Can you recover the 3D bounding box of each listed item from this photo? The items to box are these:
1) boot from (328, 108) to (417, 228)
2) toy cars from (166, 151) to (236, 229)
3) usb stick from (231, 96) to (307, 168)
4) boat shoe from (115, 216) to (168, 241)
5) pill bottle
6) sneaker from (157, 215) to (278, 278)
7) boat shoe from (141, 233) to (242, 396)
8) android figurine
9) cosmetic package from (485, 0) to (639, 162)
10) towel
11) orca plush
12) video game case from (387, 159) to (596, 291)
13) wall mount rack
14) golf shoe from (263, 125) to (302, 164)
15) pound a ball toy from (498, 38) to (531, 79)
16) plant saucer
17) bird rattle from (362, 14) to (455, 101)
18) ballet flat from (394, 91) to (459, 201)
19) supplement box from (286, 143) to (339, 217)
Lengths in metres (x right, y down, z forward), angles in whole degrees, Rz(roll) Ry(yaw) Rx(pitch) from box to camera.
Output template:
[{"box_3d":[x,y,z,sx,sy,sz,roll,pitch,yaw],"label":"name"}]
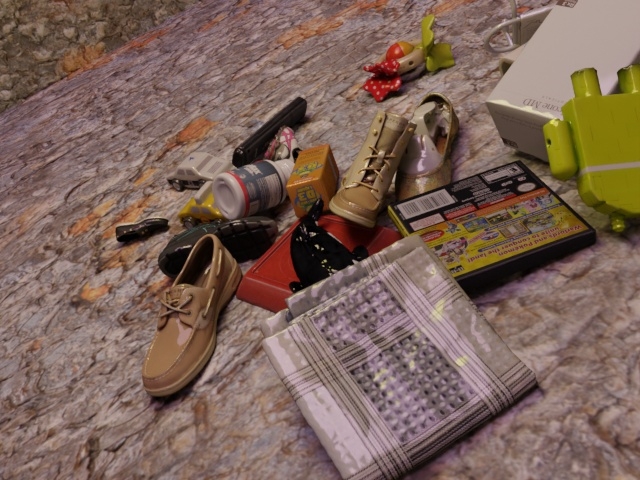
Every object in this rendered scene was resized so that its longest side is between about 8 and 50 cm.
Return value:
[{"box_3d":[0.105,-0.141,1.280,0.095,0.203,0.262,26,19,2],"label":"boot"},{"box_3d":[-0.283,-0.136,1.640,0.176,0.087,0.394,-27,35,-5],"label":"toy cars"},{"box_3d":[-0.126,-0.279,1.741,0.045,0.077,0.278,39,55,7],"label":"usb stick"},{"box_3d":[-0.425,-0.026,1.620,0.133,0.049,0.042,-12,64,5],"label":"boat shoe"},{"box_3d":[-0.136,-0.118,1.490,0.180,0.108,0.108,-24,29,-37],"label":"pill bottle"},{"box_3d":[-0.216,-0.008,1.427,0.267,0.101,0.106,-16,34,11],"label":"sneaker"},{"box_3d":[-0.253,0.130,1.257,0.121,0.110,0.341,-8,39,22],"label":"boat shoe"},{"box_3d":[0.491,-0.150,1.104,0.248,0.273,0.056,-8,-9,-8],"label":"android figurine"},{"box_3d":[0.516,-0.333,1.281,0.217,0.156,0.385,27,75,40],"label":"cosmetic package"},{"box_3d":[0.097,0.159,0.992,0.312,0.056,0.324,-30,54,-9],"label":"towel"},{"box_3d":[0.000,0.000,1.208,0.151,0.102,0.287,-17,36,10],"label":"orca plush"},{"box_3d":[0.287,-0.029,1.187,0.274,0.035,0.248,-19,38,-6],"label":"video game case"},{"box_3d":[0.533,-0.583,1.574,0.350,0.304,0.131,-17,65,9],"label":"wall mount rack"},{"box_3d":[-0.083,-0.224,1.675,0.086,0.067,0.186,24,30,-5],"label":"golf shoe"},{"box_3d":[0.578,-0.416,1.470,0.319,0.136,0.208,-32,36,-11],"label":"pound a ball toy"},{"box_3d":[-0.006,0.036,1.295,0.258,0.048,0.259,14,49,41],"label":"plant saucer"},{"box_3d":[0.220,-0.470,1.798,0.253,0.143,0.207,-36,23,5],"label":"bird rattle"},{"box_3d":[0.216,-0.193,1.407,0.123,0.123,0.349,-4,40,25],"label":"ballet flat"},{"box_3d":[-0.013,-0.131,1.448,0.078,0.080,0.233,-14,25,12],"label":"supplement box"}]
